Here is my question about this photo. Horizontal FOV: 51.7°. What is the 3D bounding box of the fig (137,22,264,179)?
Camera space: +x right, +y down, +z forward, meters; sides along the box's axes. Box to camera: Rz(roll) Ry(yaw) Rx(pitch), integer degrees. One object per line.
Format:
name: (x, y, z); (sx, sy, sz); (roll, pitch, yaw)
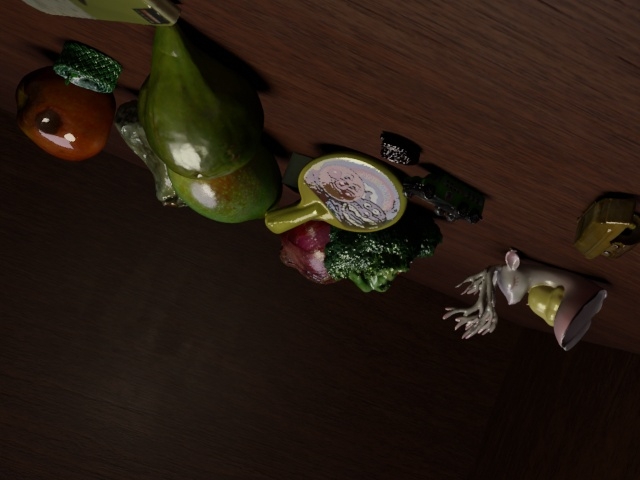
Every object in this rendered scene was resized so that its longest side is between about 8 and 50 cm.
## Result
fig: (-0.200, -0.227, 1.031); (0.206, 0.206, 0.275); (20, 152, 16)

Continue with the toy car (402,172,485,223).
toy car: (0.227, -0.083, 1.214); (0.165, 0.063, 0.071); (24, 174, -29)

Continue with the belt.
belt: (-0.485, -0.346, 1.361); (0.151, 0.079, 0.121); (18, 174, 45)

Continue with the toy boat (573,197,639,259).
toy boat: (0.445, -0.017, 1.012); (0.087, 0.068, 0.226); (16, 171, 12)

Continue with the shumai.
shumai: (-0.378, -0.205, 1.580); (0.260, 0.222, 0.225); (24, 175, -28)

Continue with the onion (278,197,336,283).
onion: (0.000, 0.000, 1.945); (0.276, 0.276, 0.276); (22, 175, 2)

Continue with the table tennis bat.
table tennis bat: (0.016, -0.081, 1.409); (0.368, 0.054, 0.224); (-16, 130, 39)

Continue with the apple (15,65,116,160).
apple: (-0.603, -0.303, 1.551); (0.229, 0.230, 0.230); (22, 175, 2)

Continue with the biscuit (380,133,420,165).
biscuit: (0.127, -0.152, 1.112); (0.089, 0.027, 0.087); (24, 174, -29)

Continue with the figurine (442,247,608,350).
figurine: (0.487, 0.159, 1.636); (0.315, 0.284, 0.206); (33, -178, 40)

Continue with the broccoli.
broccoli: (0.145, 0.017, 1.617); (0.265, 0.294, 0.245); (54, 167, 45)

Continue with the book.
book: (-0.381, -0.373, 0.882); (0.352, 0.035, 0.239); (19, 172, 36)

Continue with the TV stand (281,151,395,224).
TV stand: (0.052, -0.118, 1.506); (0.269, 0.083, 0.088); (19, 174, 24)

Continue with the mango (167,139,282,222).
mango: (-0.197, -0.143, 1.493); (0.382, 0.201, 0.225); (31, -148, -63)
